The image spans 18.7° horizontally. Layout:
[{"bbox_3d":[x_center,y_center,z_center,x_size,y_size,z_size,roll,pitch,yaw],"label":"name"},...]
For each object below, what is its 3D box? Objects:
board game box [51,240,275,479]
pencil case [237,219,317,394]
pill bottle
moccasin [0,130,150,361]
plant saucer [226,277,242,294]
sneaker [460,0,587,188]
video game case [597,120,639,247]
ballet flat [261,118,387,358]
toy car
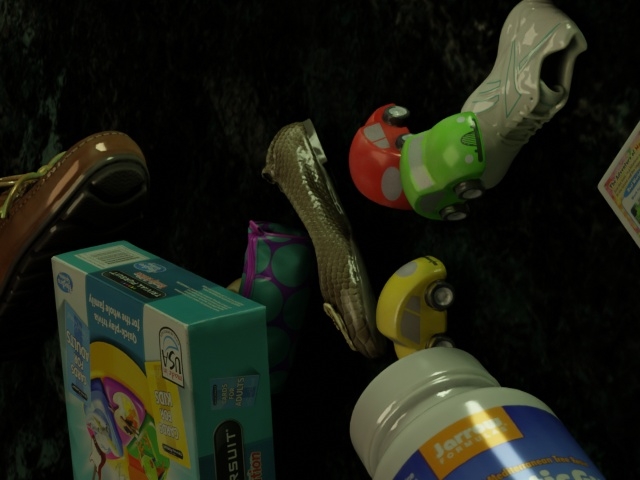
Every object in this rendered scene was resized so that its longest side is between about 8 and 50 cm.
[{"bbox_3d":[-0.133,0.193,1.682,0.254,0.079,0.336,21,119,55],"label":"board game box"},{"bbox_3d":[-0.048,0.059,1.670,0.064,0.070,0.151,28,107,54],"label":"pencil case"},{"bbox_3d":[0.126,0.196,1.315,0.272,0.152,0.152,54,128,45],"label":"pill bottle"},{"bbox_3d":[-0.288,-0.010,1.994,0.380,0.139,0.147,-49,55,53],"label":"moccasin"},{"bbox_3d":[-0.078,0.075,1.760,0.083,0.015,0.083,-13,74,55],"label":"plant saucer"},{"bbox_3d":[0.146,-0.102,1.426,0.061,0.054,0.152,44,120,47],"label":"sneaker"},{"bbox_3d":[0.259,-0.048,1.281,0.157,0.019,0.143,-60,40,32],"label":"video game case"},{"bbox_3d":[0.000,0.000,1.591,0.084,0.058,0.250,69,-179,-53],"label":"ballet flat"},{"bbox_3d":[0.071,-0.029,1.456,0.225,0.053,0.239,115,148,-64],"label":"toy car"}]
